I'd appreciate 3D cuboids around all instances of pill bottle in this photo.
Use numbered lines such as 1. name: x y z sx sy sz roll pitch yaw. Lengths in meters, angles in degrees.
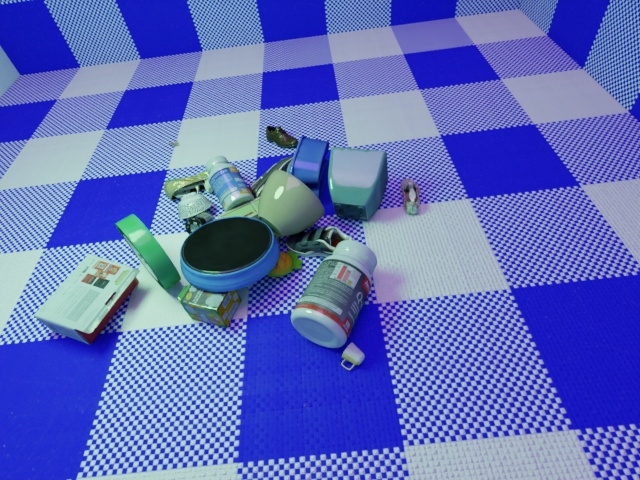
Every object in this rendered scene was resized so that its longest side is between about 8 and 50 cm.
1. pill bottle: 0.062 0.183 1.463 0.210 0.210 0.363 17 54 21
2. pill bottle: -0.436 -0.265 1.911 0.152 0.152 0.272 -27 71 -15

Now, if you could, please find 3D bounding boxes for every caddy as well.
1. caddy: -0.068 -0.342 1.923 0.179 0.241 0.341 8 50 8

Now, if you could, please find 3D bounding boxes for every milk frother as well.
1. milk frother: -0.535 -0.038 1.822 0.129 0.143 0.135 28 16 -2

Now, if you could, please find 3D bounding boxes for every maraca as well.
1. maraca: -0.161 0.092 1.652 0.186 0.099 0.127 -12 52 -30

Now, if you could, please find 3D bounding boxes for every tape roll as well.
1. tape roll: -0.682 0.048 1.607 0.077 0.321 0.321 -37 54 -24

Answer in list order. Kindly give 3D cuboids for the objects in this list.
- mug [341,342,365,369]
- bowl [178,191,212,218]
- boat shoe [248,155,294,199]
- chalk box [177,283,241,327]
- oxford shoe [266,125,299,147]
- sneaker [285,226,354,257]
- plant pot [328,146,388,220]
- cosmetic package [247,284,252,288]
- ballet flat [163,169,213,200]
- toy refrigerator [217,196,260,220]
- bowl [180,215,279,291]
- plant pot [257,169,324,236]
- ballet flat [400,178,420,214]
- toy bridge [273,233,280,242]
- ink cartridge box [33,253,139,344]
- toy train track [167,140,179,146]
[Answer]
1. mug: 0.113 0.397 1.380 0.064 0.078 0.062 33 27 21
2. bowl: -0.607 -0.178 1.913 0.170 0.080 0.170 -16 25 8
3. boat shoe: -0.239 -0.325 2.016 0.095 0.112 0.335 29 62 23
4. chalk box: -0.437 0.227 1.546 0.213 0.132 0.132 11 52 18
5. oxford shoe: -0.219 -0.580 2.248 0.227 0.096 0.083 25 54 24
6. sneaker: 0.000 0.000 1.691 0.321 0.127 0.126 9 52 17
7. plant pot: 0.158 -0.234 1.804 0.248 0.247 0.252 7 67 14
8. cosmetic package: -0.368 0.113 1.682 0.239 0.060 0.099 20 52 23
9. ballet flat: -0.606 -0.279 2.037 0.349 0.123 0.123 -16 49 -7
10. toy refrigerator: -0.322 -0.115 1.853 0.269 0.094 0.102 -26 50 -15
11. bowl: -0.359 0.036 1.591 0.391 0.077 0.391 -3 39 2
12. plant pot: -0.151 -0.128 1.695 0.284 0.284 0.191 29 71 29
13. ballet flat: 0.418 -0.221 1.859 0.091 0.077 0.241 -5 48 4
14. toy bridge: -0.266 -0.019 1.807 0.188 0.026 0.063 0 48 7
15. ink cartridge box: -0.887 0.235 1.599 0.272 0.130 0.309 13 52 16
16. toy train track: -0.865 -0.566 2.377 0.083 0.014 0.048 9 58 22
